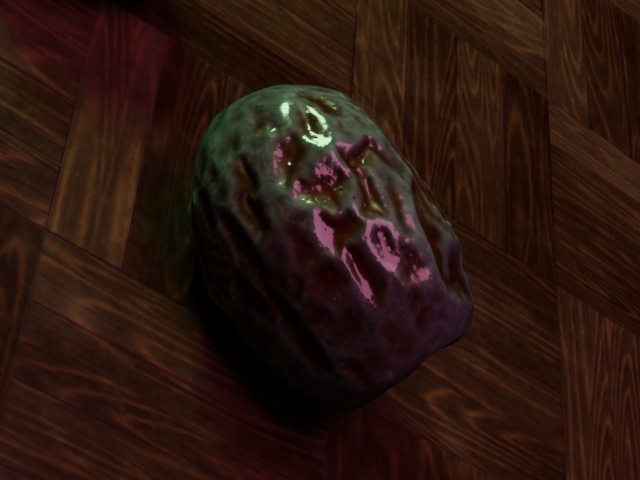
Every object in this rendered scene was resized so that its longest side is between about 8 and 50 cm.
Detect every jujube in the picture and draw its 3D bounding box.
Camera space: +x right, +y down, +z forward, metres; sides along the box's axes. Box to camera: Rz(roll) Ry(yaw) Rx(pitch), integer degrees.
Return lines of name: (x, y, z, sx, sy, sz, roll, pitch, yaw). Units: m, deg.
jujube: (0.007, -0.005, 1.555, 0.308, 0.215, 0.246, 53, 36, 4)
